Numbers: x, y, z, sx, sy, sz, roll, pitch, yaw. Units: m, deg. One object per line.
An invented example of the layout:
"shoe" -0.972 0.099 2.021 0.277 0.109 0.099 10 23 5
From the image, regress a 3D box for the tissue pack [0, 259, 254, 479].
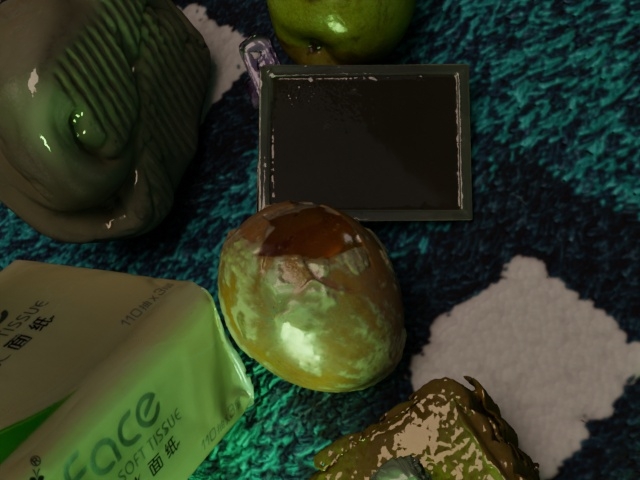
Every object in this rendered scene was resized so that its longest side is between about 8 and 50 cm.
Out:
"tissue pack" -0.325 0.209 1.089 0.332 0.205 0.405 5 34 33

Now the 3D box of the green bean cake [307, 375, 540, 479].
"green bean cake" 0.117 0.276 1.021 0.230 0.131 0.224 -39 57 9

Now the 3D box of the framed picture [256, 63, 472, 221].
"framed picture" 0.052 -0.115 1.216 0.252 0.014 0.197 0 78 2

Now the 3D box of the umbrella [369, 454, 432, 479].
"umbrella" 0.038 0.251 0.961 0.143 0.062 0.067 -36 21 12

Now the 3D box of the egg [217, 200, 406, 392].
"egg" -0.007 0.063 1.129 0.195 0.195 0.233 -43 77 3

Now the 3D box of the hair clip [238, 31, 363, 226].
"hair clip" -0.020 -0.123 1.275 0.137 0.090 0.278 -23 78 -1

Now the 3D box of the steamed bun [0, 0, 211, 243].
"steamed bun" -0.313 -0.187 1.290 0.255 0.342 0.367 0 55 23

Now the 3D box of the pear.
"pear" 0.025 -0.301 1.272 0.200 0.200 0.200 -9 66 21

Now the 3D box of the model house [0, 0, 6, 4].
"model house" -0.393 -0.374 1.442 0.230 0.280 0.248 19 95 -5
